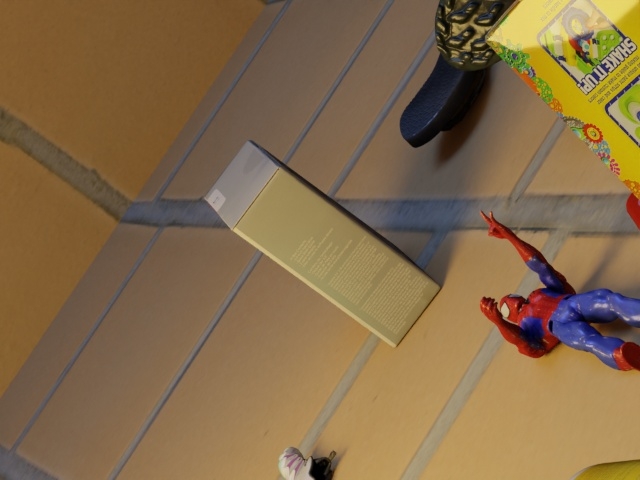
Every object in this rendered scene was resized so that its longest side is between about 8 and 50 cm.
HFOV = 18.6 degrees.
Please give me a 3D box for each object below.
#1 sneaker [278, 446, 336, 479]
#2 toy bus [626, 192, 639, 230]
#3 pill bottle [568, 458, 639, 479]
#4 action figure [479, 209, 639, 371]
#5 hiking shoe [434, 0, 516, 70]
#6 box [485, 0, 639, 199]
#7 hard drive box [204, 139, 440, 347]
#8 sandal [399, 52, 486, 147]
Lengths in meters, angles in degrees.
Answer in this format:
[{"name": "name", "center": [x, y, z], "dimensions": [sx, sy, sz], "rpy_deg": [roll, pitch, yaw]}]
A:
[{"name": "sneaker", "center": [-0.009, 0.240, 2.069], "dimensions": [0.069, 0.038, 0.098], "rpy_deg": [-44, 29, 22]}, {"name": "toy bus", "center": [0.349, -0.062, 1.599], "dimensions": [0.191, 0.104, 0.202], "rpy_deg": [27, 115, 61]}, {"name": "pill bottle", "center": [0.230, 0.209, 1.402], "dimensions": [0.184, 0.103, 0.103], "rpy_deg": [-19, 38, 61]}, {"name": "action figure", "center": [0.204, 0.049, 1.731], "dimensions": [0.091, 0.139, 0.280], "rpy_deg": [-56, 15, -11]}, {"name": "hiking shoe", "center": [0.227, -0.304, 2.007], "dimensions": [0.304, 0.113, 0.132], "rpy_deg": [-58, -14, 10]}, {"name": "box", "center": [0.329, -0.161, 1.397], "dimensions": [0.290, 0.279, 0.177], "rpy_deg": [-42, -2, -34]}, {"name": "hard drive box", "center": [0.000, 0.000, 2.169], "dimensions": [0.089, 0.232, 0.181], "rpy_deg": [-53, 17, 2]}, {"name": "sandal", "center": [0.172, -0.192, 2.415], "dimensions": [0.097, 0.054, 0.254], "rpy_deg": [-29, 19, 38]}]
